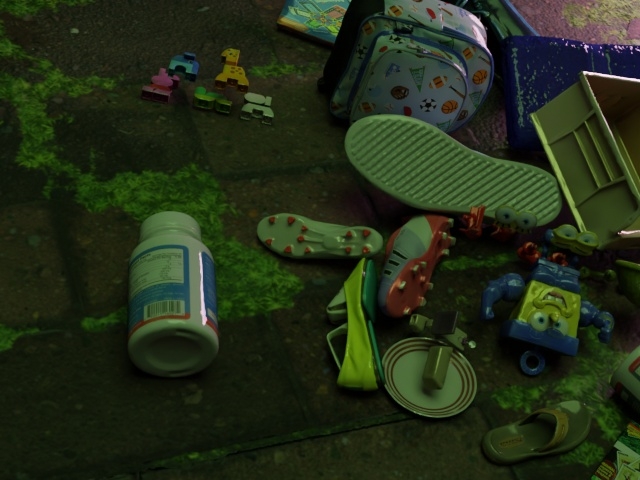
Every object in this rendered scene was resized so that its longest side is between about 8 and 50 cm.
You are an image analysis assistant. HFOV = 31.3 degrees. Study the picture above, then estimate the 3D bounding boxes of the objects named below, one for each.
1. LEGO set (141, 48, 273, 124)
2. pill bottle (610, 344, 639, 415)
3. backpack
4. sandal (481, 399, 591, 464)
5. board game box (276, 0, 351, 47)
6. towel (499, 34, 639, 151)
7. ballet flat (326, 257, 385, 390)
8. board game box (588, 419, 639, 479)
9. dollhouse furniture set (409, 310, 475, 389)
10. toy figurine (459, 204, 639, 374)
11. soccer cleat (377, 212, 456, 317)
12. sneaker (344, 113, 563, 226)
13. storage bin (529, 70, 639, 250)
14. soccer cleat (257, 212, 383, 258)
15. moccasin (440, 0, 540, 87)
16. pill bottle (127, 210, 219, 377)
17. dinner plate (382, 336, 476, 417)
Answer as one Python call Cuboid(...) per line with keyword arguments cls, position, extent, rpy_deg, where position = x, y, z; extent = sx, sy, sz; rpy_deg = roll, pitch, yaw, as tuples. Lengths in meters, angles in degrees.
Cuboid(cls="LEGO set", position=(-0.182, -0.281, 1.953), extent=(0.227, 0.087, 0.093), rpy_deg=(12, 46, -5))
Cuboid(cls="pill bottle", position=(0.515, 0.233, 1.635), extent=(0.108, 0.108, 0.180), rpy_deg=(-24, 58, -32))
Cuboid(cls="backpack", position=(0.161, -0.294, 1.947), extent=(0.263, 0.276, 0.213), rpy_deg=(5, 51, -19))
Cuboid(cls="sandal", position=(0.308, 0.263, 1.593), extent=(0.180, 0.049, 0.072), rpy_deg=(-12, 52, -24))
Cuboid(cls="board game box", position=(0.075, -0.418, 2.144), extent=(0.281, 0.027, 0.145), rpy_deg=(21, 76, 5))
Cuboid(cls="towel", position=(0.474, -0.254, 2.070), extent=(0.308, 0.076, 0.227), rpy_deg=(3, 70, -15))
Cuboid(cls="ballet flat", position=(0.047, 0.119, 1.651), extent=(0.077, 0.077, 0.231), rpy_deg=(-11, 48, 10))
Cuboid(cls="board game box", position=(0.504, 0.367, 1.562), extent=(0.260, 0.030, 0.136), rpy_deg=(34, 46, 17))
Cuboid(cls="dollhouse furniture set", position=(0.174, 0.171, 1.651), extent=(0.081, 0.091, 0.114), rpy_deg=(36, 61, -37))
Cuboid(cls="toy figurine", position=(0.360, 0.109, 1.729), extent=(0.363, 0.191, 0.217), rpy_deg=(19, 76, -7))
Cuboid(cls="soccer cleat", position=(0.128, 0.036, 1.740), extent=(0.095, 0.083, 0.248), rpy_deg=(5, 35, 27))
Cuboid(cls="sneaker", position=(0.200, -0.097, 1.853), extent=(0.366, 0.150, 0.135), rpy_deg=(21, 83, -9))
Cuboid(cls="storage bin", position=(0.504, -0.124, 1.862), extent=(0.262, 0.123, 0.260), rpy_deg=(-2, 65, -45))
Cuboid(cls="soccer cleat", position=(0.000, 0.000, 1.760), extent=(0.196, 0.076, 0.068), rpy_deg=(7, 85, 11))
Cuboid(cls="moccasin", position=(0.304, -0.405, 2.164), extent=(0.117, 0.137, 0.342), rpy_deg=(-30, 59, -30))
Cuboid(cls="pill bottle", position=(-0.207, 0.069, 1.591), extent=(0.124, 0.124, 0.221), rpy_deg=(4, 46, -11))
Cuboid(cls="dinner plate", position=(0.154, 0.198, 1.637), extent=(0.141, 0.017, 0.141), rpy_deg=(8, 46, -8))
